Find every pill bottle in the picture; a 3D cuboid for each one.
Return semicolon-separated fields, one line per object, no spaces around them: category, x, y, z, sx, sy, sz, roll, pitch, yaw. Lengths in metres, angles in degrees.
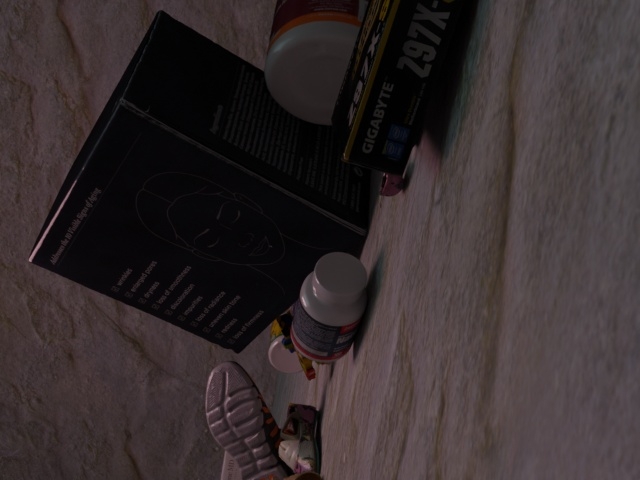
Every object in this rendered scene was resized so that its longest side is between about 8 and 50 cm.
pill bottle;-0.078;0.256;2.034;0.208;0.117;0.117;-90;10;-65
pill bottle;0.016;0.104;1.185;0.180;0.108;0.108;104;174;-51
pill bottle;0.033;-0.420;1.343;0.224;0.224;0.392;106;172;-57

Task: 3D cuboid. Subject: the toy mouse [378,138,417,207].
toy mouse;0.104;-0.112;1.002;0.143;0.031;0.161;-95;15;-75

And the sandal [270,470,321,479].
sandal;-0.024;0.453;1.336;0.079;0.088;0.240;-49;10;-4

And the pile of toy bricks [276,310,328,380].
pile of toy bricks;-0.016;0.215;1.563;0.212;0.118;0.105;-138;28;-66

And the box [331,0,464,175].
box;0.098;-0.260;0.886;0.257;0.079;0.322;-99;26;-70

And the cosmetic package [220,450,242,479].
cosmetic package;-0.167;0.604;1.994;0.151;0.183;0.151;-127;46;-84

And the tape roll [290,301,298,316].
tape roll;-0.025;0.156;1.811;0.189;0.080;0.189;-170;90;-87

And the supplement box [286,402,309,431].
supplement box;-0.053;0.426;1.745;0.043;0.055;0.083;103;175;-57

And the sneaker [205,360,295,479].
sneaker;-0.128;0.401;1.583;0.321;0.124;0.180;68;-163;7

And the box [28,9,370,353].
box;-0.228;-0.083;1.455;0.480;0.471;0.297;-44;29;39

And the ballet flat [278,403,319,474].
ballet flat;-0.043;0.402;1.500;0.221;0.079;0.077;-91;15;-67

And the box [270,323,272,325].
box;-0.084;0.160;2.145;0.038;0.145;0.186;-94;15;-76
